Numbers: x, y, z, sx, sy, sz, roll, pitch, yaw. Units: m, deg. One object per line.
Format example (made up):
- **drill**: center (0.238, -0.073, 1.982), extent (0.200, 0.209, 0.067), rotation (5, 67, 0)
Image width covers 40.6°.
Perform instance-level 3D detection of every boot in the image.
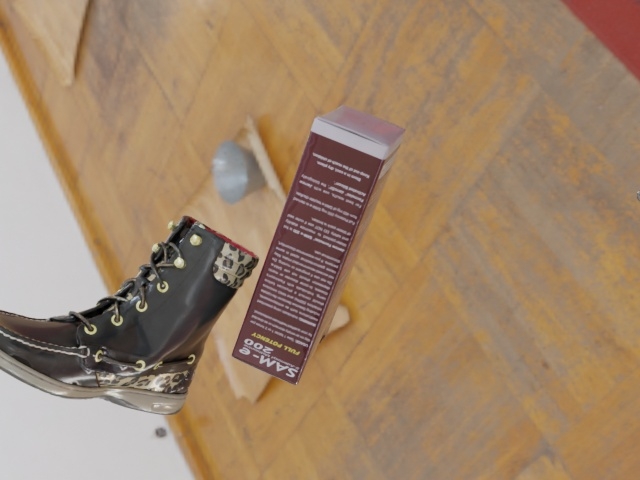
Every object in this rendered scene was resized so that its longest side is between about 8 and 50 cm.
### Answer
- **boot**: center (-0.171, 0.050, 0.756), extent (0.085, 0.236, 0.179), rotation (34, 94, 41)

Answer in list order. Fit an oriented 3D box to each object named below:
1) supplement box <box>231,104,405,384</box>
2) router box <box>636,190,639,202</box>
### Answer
- **supplement box**: center (0.000, 0.000, 0.817), extent (0.073, 0.130, 0.239), rotation (22, 107, 6)
- **router box**: center (0.622, -0.073, 1.484), extent (0.122, 0.038, 0.092), rotation (-30, 66, 4)
